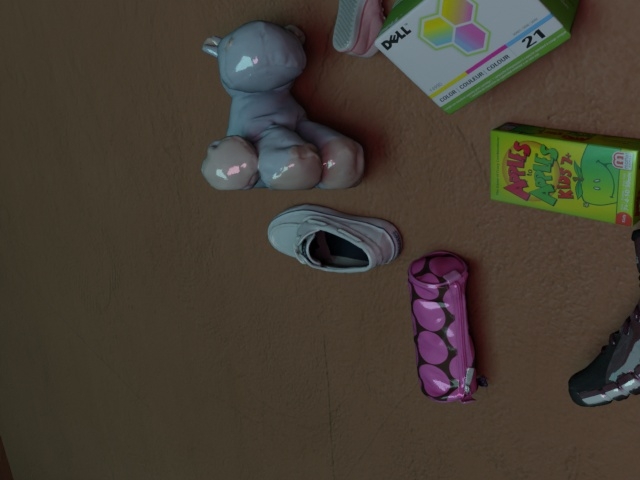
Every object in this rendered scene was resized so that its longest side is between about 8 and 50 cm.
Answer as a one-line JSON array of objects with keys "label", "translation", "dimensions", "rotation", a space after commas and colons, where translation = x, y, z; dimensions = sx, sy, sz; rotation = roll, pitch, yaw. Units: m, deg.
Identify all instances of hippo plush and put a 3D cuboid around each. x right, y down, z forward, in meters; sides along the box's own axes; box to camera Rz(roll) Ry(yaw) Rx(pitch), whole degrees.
[{"label": "hippo plush", "translation": [-0.051, -0.192, 1.171], "dimensions": [0.294, 0.235, 0.236], "rotation": [-135, 44, -83]}]

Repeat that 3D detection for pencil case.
[{"label": "pencil case", "translation": [0.179, 0.125, 1.162], "dimensions": [0.098, 0.095, 0.209], "rotation": [-128, 25, -67]}]

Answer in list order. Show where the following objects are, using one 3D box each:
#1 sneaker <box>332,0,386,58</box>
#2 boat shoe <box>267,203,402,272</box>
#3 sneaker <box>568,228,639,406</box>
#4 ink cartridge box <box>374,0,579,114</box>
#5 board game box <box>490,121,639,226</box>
[{"label": "sneaker", "translation": [0.063, -0.305, 1.081], "dimensions": [0.051, 0.070, 0.134], "rotation": [16, 92, 48]}, {"label": "boat shoe", "translation": [0.000, 0.000, 1.267], "dimensions": [0.258, 0.084, 0.095], "rotation": [1, 112, 43]}, {"label": "sneaker", "translation": [0.379, 0.074, 0.950], "dimensions": [0.281, 0.106, 0.162], "rotation": [-37, 78, 37]}, {"label": "ink cartridge box", "translation": [0.129, -0.289, 0.908], "dimensions": [0.255, 0.097, 0.189], "rotation": [39, 141, -18]}, {"label": "board game box", "translation": [0.293, -0.081, 0.977], "dimensions": [0.181, 0.043, 0.092], "rotation": [15, 121, 38]}]
